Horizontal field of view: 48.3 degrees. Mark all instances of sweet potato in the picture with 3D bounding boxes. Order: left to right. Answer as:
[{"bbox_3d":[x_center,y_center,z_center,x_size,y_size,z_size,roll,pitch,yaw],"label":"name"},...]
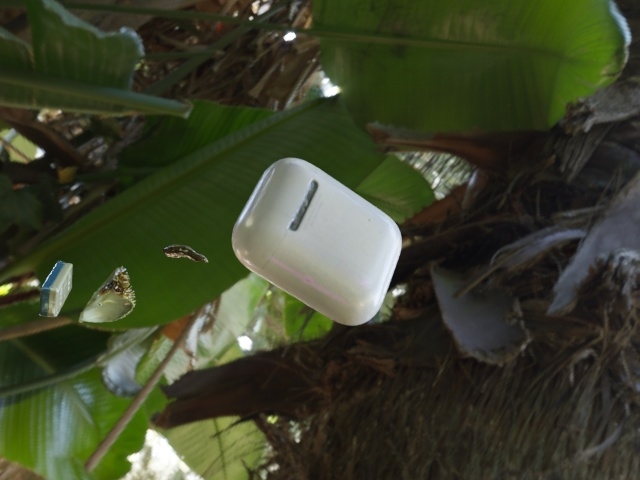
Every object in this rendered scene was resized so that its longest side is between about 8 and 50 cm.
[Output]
[{"bbox_3d":[-0.355,0.030,1.843,0.153,0.038,0.041,11,-22,32],"label":"sweet potato"}]

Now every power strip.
[{"bbox_3d":[-0.474,0.085,1.285,0.032,0.123,0.056,9,-69,-9],"label":"power strip"}]

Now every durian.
[{"bbox_3d":[-0.665,0.185,2.259,0.252,0.139,0.144,-33,-89,38],"label":"durian"}]

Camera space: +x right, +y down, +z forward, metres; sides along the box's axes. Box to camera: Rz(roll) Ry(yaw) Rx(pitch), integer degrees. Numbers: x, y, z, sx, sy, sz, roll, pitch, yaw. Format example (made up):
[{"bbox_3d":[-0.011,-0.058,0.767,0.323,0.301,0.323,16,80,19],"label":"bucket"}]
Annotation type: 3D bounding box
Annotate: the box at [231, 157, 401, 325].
[{"bbox_3d":[0.001,-0.001,1.508,0.349,0.288,0.141,33,-37,-11],"label":"box"}]
